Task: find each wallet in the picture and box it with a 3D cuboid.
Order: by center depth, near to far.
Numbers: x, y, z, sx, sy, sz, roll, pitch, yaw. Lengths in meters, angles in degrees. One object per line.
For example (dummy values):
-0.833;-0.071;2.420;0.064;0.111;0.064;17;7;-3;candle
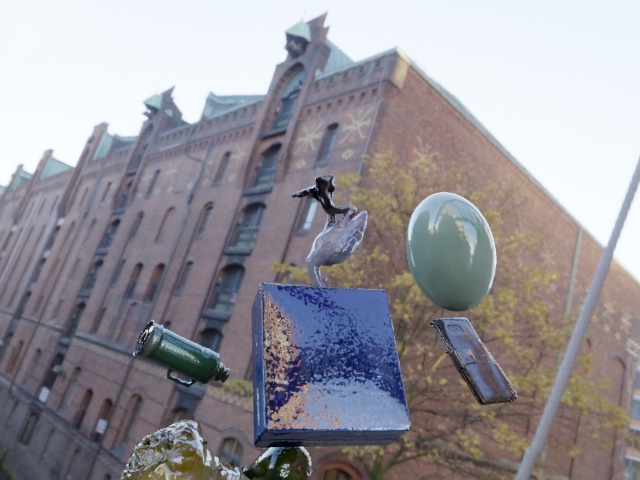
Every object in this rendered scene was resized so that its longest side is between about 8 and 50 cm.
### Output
0.355;0.277;1.299;0.124;0.230;0.042;5;-46;-34;wallet

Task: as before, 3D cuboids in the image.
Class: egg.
0.305;0.026;1.307;0.202;0.283;0.203;-14;-6;-1;egg

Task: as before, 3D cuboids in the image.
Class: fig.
-0.096;0.467;1.120;0.117;0.117;0.177;26;-43;-31;fig

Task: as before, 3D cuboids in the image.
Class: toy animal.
0.018;0.017;1.268;0.195;0.325;0.090;10;-13;-26;toy animal

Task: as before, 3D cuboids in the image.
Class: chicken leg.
-0.262;0.491;1.155;0.152;0.202;0.429;-9;-30;9;chicken leg

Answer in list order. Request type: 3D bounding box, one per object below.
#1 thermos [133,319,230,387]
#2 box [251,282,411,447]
-0.266;0.234;1.092;0.187;0.083;0.073;31;-30;-23;thermos
0.009;0.229;1.035;0.261;0.279;0.116;5;-34;-17;box
